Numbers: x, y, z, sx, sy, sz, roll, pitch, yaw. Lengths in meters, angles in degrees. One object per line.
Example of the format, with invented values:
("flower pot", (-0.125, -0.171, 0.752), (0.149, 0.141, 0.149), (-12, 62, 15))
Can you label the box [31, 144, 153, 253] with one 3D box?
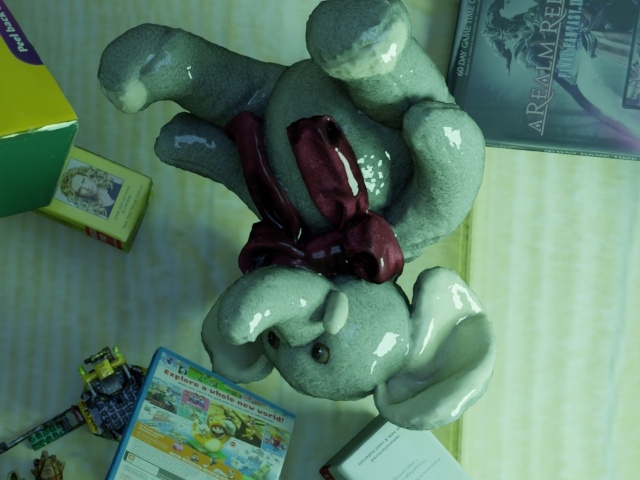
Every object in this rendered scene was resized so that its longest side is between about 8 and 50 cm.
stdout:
("box", (-0.247, -0.063, 1.402), (0.232, 0.087, 0.058), (22, 82, -3))

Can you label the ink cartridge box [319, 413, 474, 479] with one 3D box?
("ink cartridge box", (0.088, 0.216, 1.371), (0.072, 0.127, 0.175), (-42, 88, -11))

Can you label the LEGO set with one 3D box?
("LEGO set", (-0.208, 0.227, 1.306), (0.331, 0.192, 0.255), (-20, 84, -9))

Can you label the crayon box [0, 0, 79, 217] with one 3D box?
("crayon box", (-0.397, -0.152, 1.270), (0.313, 0.106, 0.363), (-17, 60, -35))

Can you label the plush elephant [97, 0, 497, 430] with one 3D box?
("plush elephant", (0.000, 0.000, 1.313), (0.271, 0.330, 0.255), (0, 73, 34))

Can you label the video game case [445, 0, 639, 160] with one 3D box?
("video game case", (0.240, -0.161, 1.436), (0.274, 0.026, 0.196), (7, 79, 20))

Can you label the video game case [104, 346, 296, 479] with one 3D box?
("video game case", (-0.088, 0.163, 1.293), (0.119, 0.015, 0.166), (28, 43, -10))
